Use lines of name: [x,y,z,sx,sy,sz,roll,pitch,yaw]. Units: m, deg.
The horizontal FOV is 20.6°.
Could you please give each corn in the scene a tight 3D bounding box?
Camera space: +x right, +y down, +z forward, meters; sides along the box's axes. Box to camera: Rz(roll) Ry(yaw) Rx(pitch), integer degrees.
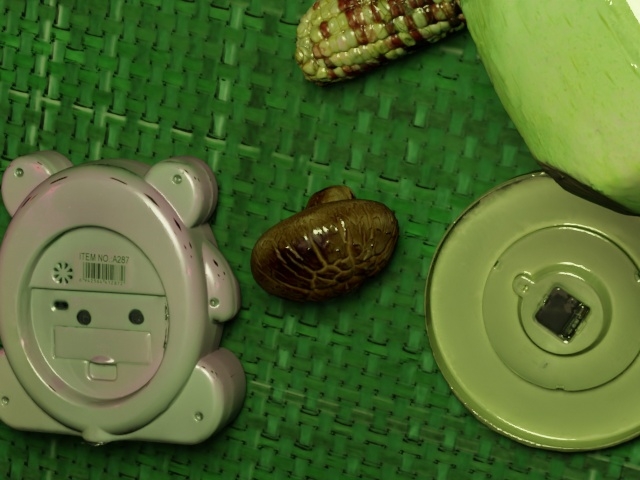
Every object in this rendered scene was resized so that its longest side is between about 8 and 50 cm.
corn: [0.087,-0.200,1.386,0.253,0.086,0.086,-26,92,22]

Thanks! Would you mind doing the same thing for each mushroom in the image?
mushroom: [0.004,0.007,1.443,0.126,0.109,0.085,-32,95,36]

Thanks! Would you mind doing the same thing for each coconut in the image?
coconut: [0.265,-0.142,1.216,0.281,0.328,0.328,-37,88,41]

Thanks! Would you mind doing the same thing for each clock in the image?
clock: [-0.179,0.048,1.516,0.227,0.090,0.248,3,100,16]
clock: [0.198,0.058,1.429,0.235,0.029,0.235,4,102,17]
